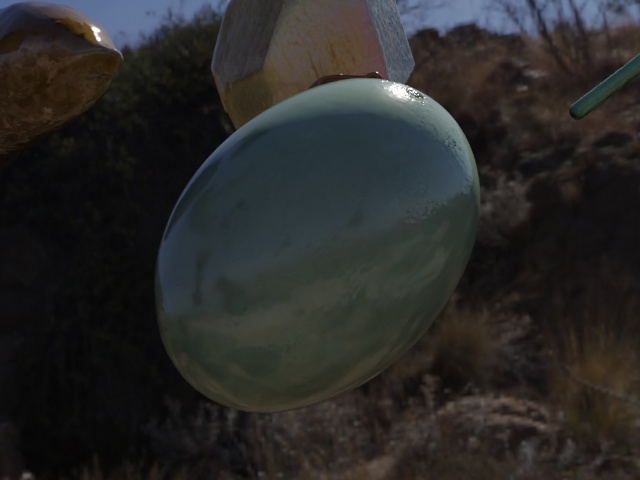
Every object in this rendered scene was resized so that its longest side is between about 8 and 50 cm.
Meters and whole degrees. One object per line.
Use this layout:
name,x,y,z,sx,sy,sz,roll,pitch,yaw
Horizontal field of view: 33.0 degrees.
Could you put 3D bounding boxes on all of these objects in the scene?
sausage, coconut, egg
sausage,-0.317,-0.136,1.046,0.136,0.123,0.501,8,-7,-26
coconut,-0.008,-0.198,1.222,0.237,0.237,0.197,-6,7,-9
egg,0.000,0.000,0.789,0.283,0.203,0.203,-50,4,-21

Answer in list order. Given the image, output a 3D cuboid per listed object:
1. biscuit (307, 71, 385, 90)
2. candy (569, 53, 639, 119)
biscuit,0.016,-0.088,0.932,0.130,0.102,0.019,-51,-13,-2
candy,0.179,-0.113,0.425,0.202,0.061,0.061,-38,-15,3
